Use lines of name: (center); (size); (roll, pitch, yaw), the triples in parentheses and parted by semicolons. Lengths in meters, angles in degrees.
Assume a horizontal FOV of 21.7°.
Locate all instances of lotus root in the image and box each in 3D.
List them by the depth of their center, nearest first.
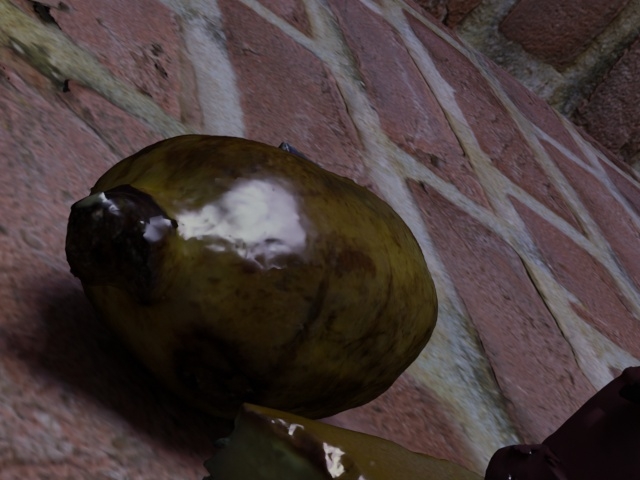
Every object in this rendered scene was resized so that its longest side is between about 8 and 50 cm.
lotus root: (-0.035, 0.017, 0.793); (0.145, 0.128, 0.260); (32, 4, 28)

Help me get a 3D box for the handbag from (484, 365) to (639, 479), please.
handbag: (0.083, 0.170, 0.490); (0.074, 0.203, 0.216); (35, 13, -48)

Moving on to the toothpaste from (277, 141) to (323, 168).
toothpaste: (0.000, 0.000, 1.100); (0.047, 0.040, 0.196); (30, 18, -26)

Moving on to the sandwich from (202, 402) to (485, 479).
sandwich: (0.059, 0.163, 0.656); (0.258, 0.094, 0.096); (44, 17, 20)
